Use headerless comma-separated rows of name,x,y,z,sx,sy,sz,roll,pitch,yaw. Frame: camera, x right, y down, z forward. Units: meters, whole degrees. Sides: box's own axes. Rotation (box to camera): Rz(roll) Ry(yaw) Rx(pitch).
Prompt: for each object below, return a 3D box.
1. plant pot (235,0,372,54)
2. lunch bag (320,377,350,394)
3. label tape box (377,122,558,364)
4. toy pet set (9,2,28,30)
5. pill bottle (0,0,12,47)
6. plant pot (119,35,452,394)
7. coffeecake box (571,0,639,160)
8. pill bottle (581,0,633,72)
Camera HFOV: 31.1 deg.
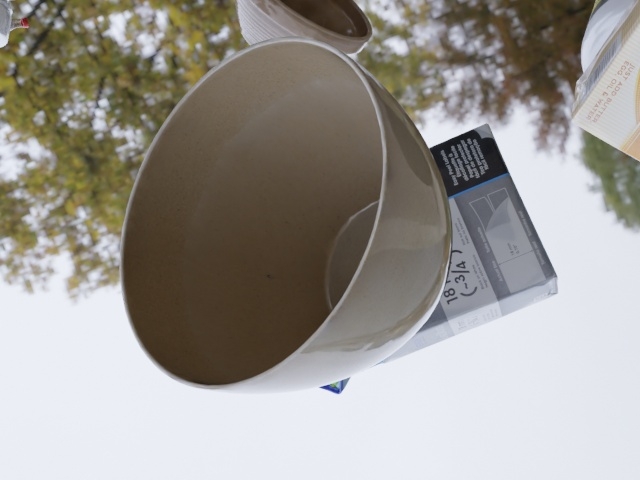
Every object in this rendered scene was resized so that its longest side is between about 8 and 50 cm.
plant pot,-0.046,-0.340,1.767,0.237,0.110,0.237,27,-151,-16
lunch bag,0.005,0.058,1.180,0.129,0.096,0.151,-61,-21,-51
label tape box,0.129,0.020,1.596,0.106,0.333,0.241,51,-163,-70
toy pet set,-0.483,-0.361,1.668,0.065,0.114,0.122,-17,-77,-27
pill bottle,-0.337,-0.356,1.099,0.181,0.181,0.323,17,-102,-57
plant pot,0.000,0.000,0.947,0.191,0.284,0.284,22,-125,-44
coffeecake box,0.256,-0.086,0.630,0.185,0.142,0.068,29,-148,-1
pill bottle,0.406,-0.291,1.231,0.188,0.188,0.334,51,-131,-34
